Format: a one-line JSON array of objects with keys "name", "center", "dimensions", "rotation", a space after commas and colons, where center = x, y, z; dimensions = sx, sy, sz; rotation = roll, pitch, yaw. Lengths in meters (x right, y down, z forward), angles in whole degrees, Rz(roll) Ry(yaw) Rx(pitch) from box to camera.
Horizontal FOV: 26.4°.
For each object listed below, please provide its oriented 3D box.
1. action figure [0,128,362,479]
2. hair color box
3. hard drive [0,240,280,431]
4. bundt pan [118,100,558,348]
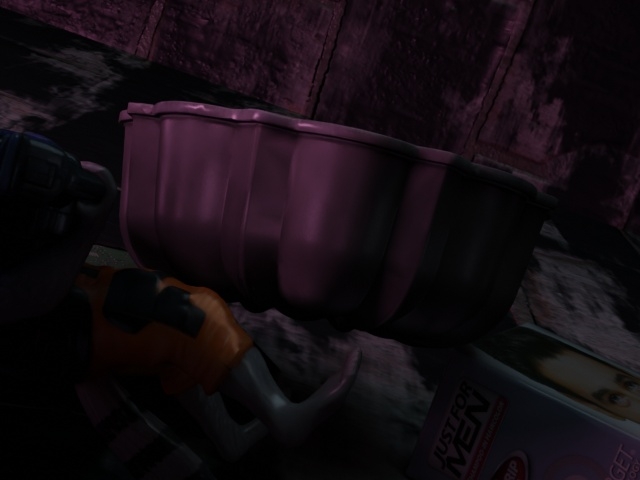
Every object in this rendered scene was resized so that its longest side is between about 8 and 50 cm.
[{"name": "action figure", "center": [-0.150, 0.040, 0.763], "dimensions": [0.330, 0.178, 0.341], "rotation": [26, -4, -7]}, {"name": "hair color box", "center": [0.275, 0.196, 1.034], "dimensions": [0.374, 0.114, 0.185], "rotation": [25, 14, 23]}, {"name": "hard drive", "center": [-0.225, 0.049, 0.996], "dimensions": [0.339, 0.064, 0.237], "rotation": [12, 15, -31]}, {"name": "bundt pan", "center": [0.000, 0.000, 1.000], "dimensions": [0.330, 0.124, 0.331], "rotation": [13, -5, 1]}]
